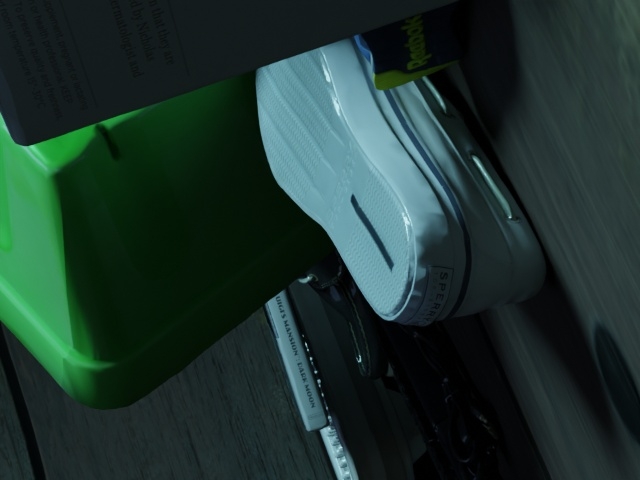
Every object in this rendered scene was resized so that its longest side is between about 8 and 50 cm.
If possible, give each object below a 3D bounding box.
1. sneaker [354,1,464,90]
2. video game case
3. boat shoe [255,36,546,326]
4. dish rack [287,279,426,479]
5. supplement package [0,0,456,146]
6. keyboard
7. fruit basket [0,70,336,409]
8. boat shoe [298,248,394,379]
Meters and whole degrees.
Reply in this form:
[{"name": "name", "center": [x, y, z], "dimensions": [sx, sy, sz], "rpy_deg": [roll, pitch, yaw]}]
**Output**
[{"name": "sneaker", "center": [0.030, -0.113, 0.724], "dimensions": [0.144, 0.053, 0.059], "rpy_deg": [90, 162, -72]}, {"name": "video game case", "center": [-0.033, 0.060, 1.422], "dimensions": [0.190, 0.022, 0.173], "rpy_deg": [-161, 52, -86]}, {"name": "boat shoe", "center": [0.032, -0.038, 0.817], "dimensions": [0.226, 0.075, 0.083], "rpy_deg": [-114, 36, -44]}, {"name": "dish rack", "center": [0.026, 0.131, 1.559], "dimensions": [0.285, 0.072, 0.333], "rpy_deg": [77, 172, -54]}, {"name": "supplement package", "center": [-0.013, -0.117, 0.428], "dimensions": [0.105, 0.179, 0.105], "rpy_deg": [78, 172, -52]}, {"name": "keyboard", "center": [0.087, 0.135, 1.148], "dimensions": [0.317, 0.033, 0.202], "rpy_deg": [-117, 9, -52]}, {"name": "fruit basket", "center": [-0.130, -0.073, 1.100], "dimensions": [0.392, 0.283, 0.392], "rpy_deg": [45, 161, 21]}, {"name": "boat shoe", "center": [0.000, 0.000, 1.326], "dimensions": [0.084, 0.079, 0.233], "rpy_deg": [-151, 41, -80]}]
